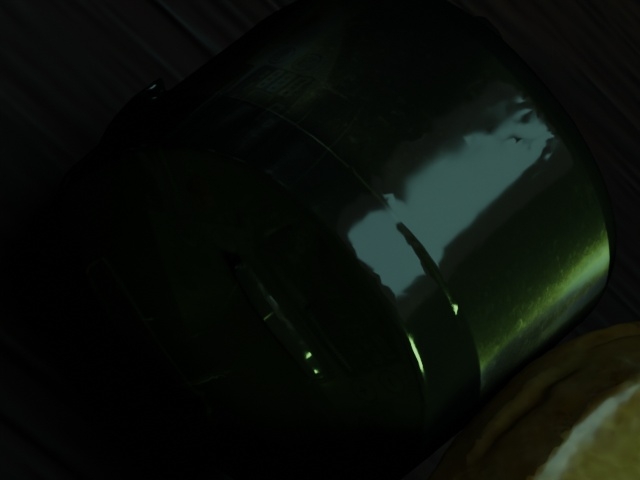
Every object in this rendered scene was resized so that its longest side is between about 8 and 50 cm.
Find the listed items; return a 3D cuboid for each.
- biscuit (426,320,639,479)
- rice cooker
[{"bbox_3d":[0.041,0.176,0.409,0.205,0.049,0.324,21,87,-35],"label":"biscuit"},{"bbox_3d":[0.000,0.000,0.455,0.106,0.165,0.112,-38,100,-16],"label":"rice cooker"}]
